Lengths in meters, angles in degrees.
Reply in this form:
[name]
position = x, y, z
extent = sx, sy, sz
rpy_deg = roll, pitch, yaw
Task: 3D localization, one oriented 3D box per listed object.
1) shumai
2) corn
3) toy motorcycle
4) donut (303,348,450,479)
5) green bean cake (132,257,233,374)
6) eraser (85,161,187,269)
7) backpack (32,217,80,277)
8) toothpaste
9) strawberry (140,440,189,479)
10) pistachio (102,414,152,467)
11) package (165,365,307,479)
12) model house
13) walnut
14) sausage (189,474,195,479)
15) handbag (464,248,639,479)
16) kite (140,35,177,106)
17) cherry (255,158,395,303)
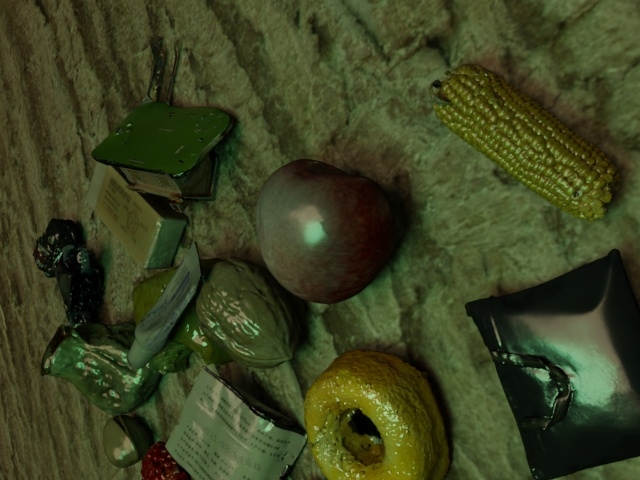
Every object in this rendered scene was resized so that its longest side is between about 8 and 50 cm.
[shumai]
position = -0.519, 0.306, 1.322
extent = 0.261, 0.222, 0.225
rpy_deg = 13, 96, 35
[corn]
position = 0.267, -0.138, 0.741
extent = 0.293, 0.106, 0.106
rpy_deg = 45, 117, 30
[toy motorcycle]
position = -0.660, 0.123, 1.516
extent = 0.159, 0.106, 0.270
rpy_deg = 25, 116, 41
[donut]
position = 0.084, 0.300, 0.889
extent = 0.254, 0.118, 0.253
rpy_deg = 11, 110, 33
[green bean cake]
position = -0.290, 0.167, 1.188
extent = 0.236, 0.124, 0.232
rpy_deg = -21, 77, 38
[eraser]
position = -0.458, -0.075, 1.364
extent = 0.343, 0.078, 0.144
rpy_deg = 39, 113, 34
[backpack]
position = -0.750, 0.018, 1.589
extent = 0.120, 0.106, 0.165
rpy_deg = 39, 117, 38
[toothpaste]
position = -0.296, 0.139, 1.071
extent = 0.099, 0.068, 0.282
rpy_deg = 45, 115, 24
[strawberry]
position = -0.353, 0.556, 1.218
extent = 0.236, 0.111, 0.190
rpy_deg = 40, 135, 41
[pistachio]
position = -0.471, 0.482, 1.348
extent = 0.149, 0.113, 0.113
rpy_deg = 34, 111, 36
[package]
position = -0.171, 0.388, 1.068
extent = 0.251, 0.062, 0.203
rpy_deg = 29, 96, 15
[model house]
position = -0.317, -0.178, 1.231
extent = 0.294, 0.154, 0.207
rpy_deg = 14, 56, 31
[walnut]
position = -0.129, 0.141, 1.032
extent = 0.230, 0.178, 0.178
rpy_deg = 41, 115, 27
[sausage]
position = -0.220, 0.471, 1.167
extent = 0.169, 0.065, 0.065
rpy_deg = -44, 63, 31
[handbag]
position = 0.316, 0.164, 0.705
extent = 0.211, 0.089, 0.254
rpy_deg = -26, 77, 35
[kite]
position = -0.394, -0.327, 1.355
extent = 0.169, 0.015, 0.309
rpy_deg = 33, 113, 35
[cherry]
position = -0.002, -0.006, 0.895
extent = 0.239, 0.206, 0.239
rpy_deg = -1, 87, 28
